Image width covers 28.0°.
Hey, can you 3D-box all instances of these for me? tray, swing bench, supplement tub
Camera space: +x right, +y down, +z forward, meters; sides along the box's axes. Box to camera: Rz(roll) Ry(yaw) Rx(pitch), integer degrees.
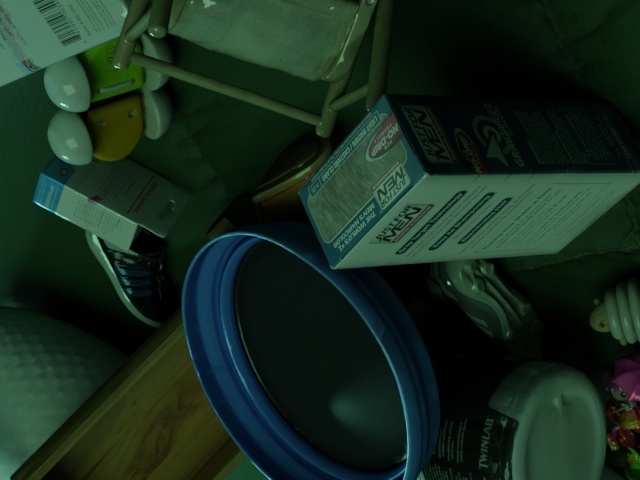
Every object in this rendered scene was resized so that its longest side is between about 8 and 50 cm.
[{"bbox_3d":[-0.199,0.244,1.750,0.203,0.411,0.076,49,167,-19],"label":"tray"},{"bbox_3d":[-0.048,-0.272,1.316,0.253,0.254,0.165,17,169,-20],"label":"swing bench"},{"bbox_3d":[0.177,0.241,1.654,0.338,0.207,0.207,5,133,47],"label":"supplement tub"}]

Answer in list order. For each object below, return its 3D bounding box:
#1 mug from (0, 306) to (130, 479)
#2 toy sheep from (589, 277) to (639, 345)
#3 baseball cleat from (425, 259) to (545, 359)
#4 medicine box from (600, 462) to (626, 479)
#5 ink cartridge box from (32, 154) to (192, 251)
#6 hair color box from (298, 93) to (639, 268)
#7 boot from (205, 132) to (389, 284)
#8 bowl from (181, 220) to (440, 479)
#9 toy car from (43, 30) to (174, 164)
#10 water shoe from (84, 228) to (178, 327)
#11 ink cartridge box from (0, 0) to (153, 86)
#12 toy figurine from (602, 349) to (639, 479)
[{"bbox_3d":[-0.419,0.273,1.870,0.328,0.374,0.276,34,117,4],"label":"mug"},{"bbox_3d":[0.392,0.086,1.563,0.132,0.091,0.091,-15,121,16],"label":"toy sheep"},{"bbox_3d":[0.208,0.078,1.654,0.109,0.072,0.206,9,143,50],"label":"baseball cleat"},{"bbox_3d":[0.303,0.424,1.676,0.289,0.264,0.149,39,154,53],"label":"medicine box"},{"bbox_3d":[-0.275,-0.057,1.710,0.181,0.104,0.061,28,133,-1],"label":"ink cartridge box"},{"bbox_3d":[0.169,-0.063,1.371,0.174,0.347,0.105,-47,58,41],"label":"hair color box"},{"bbox_3d":[0.000,0.000,1.636,0.220,0.109,0.283,40,134,-10],"label":"boot"},{"bbox_3d":[-0.014,0.154,1.582,0.391,0.077,0.391,27,131,35],"label":"bowl"},{"bbox_3d":[-0.274,-0.193,1.592,0.136,0.159,0.182,45,144,36],"label":"toy car"},{"bbox_3d":[-0.250,0.040,1.803,0.080,0.073,0.203,-19,119,31],"label":"water shoe"},{"bbox_3d":[-0.316,-0.322,1.445,0.270,0.197,0.198,-15,121,32],"label":"ink cartridge box"},{"bbox_3d":[0.416,0.215,1.662,0.173,0.130,0.159,-1,117,54],"label":"toy figurine"}]
